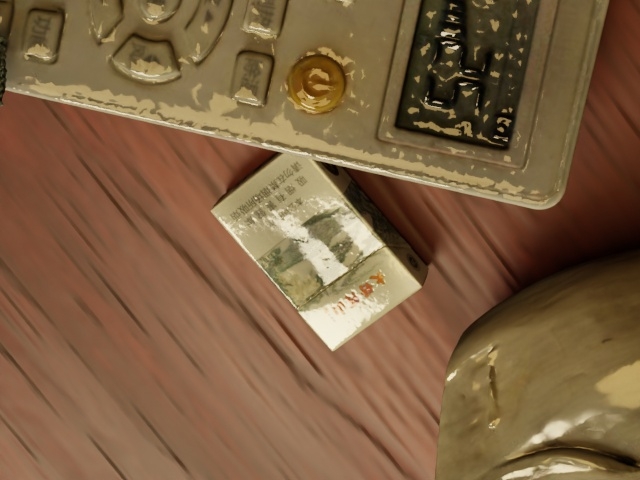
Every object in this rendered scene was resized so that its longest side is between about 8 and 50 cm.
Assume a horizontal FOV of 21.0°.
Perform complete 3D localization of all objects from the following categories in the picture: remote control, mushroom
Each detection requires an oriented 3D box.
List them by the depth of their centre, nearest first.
[{"bbox_3d":[0.141,0.052,0.700,0.247,0.096,0.108,-24,100,19],"label":"mushroom"},{"bbox_3d":[-0.045,-0.098,0.706,0.313,0.055,0.109,13,91,4],"label":"remote control"}]

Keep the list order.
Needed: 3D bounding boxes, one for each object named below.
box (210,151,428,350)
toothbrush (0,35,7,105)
[{"bbox_3d":[0.000,0.000,0.749,0.054,0.024,0.083,-38,99,21],"label":"box"},{"bbox_3d":[-0.127,-0.155,0.675,0.019,0.016,0.219,3,88,8],"label":"toothbrush"}]
